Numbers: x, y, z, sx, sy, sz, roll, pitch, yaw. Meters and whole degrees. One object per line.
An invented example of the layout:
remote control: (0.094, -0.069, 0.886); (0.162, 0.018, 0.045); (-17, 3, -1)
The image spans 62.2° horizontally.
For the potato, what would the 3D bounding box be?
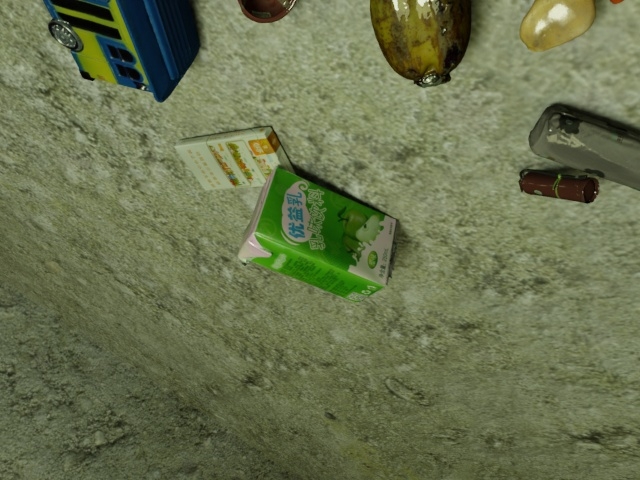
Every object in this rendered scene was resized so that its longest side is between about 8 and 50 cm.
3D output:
potato: (0.274, -0.259, 0.618); (0.083, 0.062, 0.068); (-39, 82, 27)

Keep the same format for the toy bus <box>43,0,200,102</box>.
toy bus: (-0.287, -0.347, 0.726); (0.175, 0.138, 0.288); (18, 154, 10)

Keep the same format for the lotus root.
lotus root: (0.120, -0.279, 0.636); (0.120, 0.120, 0.209); (4, 141, 25)

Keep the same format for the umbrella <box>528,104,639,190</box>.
umbrella: (0.452, -0.097, 0.716); (0.337, 0.067, 0.073); (21, 154, 3)

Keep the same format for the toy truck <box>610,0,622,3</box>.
toy truck: (0.234, -0.348, 0.485); (0.252, 0.114, 0.107); (35, 144, -16)

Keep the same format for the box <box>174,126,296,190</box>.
box: (-0.165, -0.153, 1.020); (0.220, 0.032, 0.122); (0, 137, 30)

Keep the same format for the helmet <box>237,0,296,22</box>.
helmet: (-0.074, -0.353, 0.700); (0.089, 0.057, 0.111); (-6, 142, -20)

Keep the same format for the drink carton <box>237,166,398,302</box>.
drink carton: (0.000, 0.000, 0.983); (0.271, 0.161, 0.108); (23, 147, -13)

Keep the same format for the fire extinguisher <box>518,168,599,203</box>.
fire extinguisher: (0.343, -0.082, 0.790); (0.056, 0.039, 0.132); (49, 167, -29)
